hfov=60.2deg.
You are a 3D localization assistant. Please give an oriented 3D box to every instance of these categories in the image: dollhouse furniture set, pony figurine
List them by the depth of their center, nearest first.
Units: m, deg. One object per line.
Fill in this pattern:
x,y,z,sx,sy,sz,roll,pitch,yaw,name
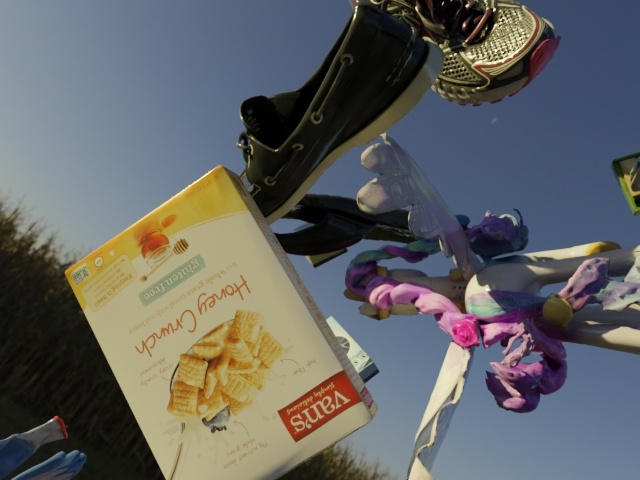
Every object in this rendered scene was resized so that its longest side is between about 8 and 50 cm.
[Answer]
0.294,-0.073,0.473,0.076,0.058,0.152,-17,-19,16,dollhouse furniture set
0.174,0.062,0.541,0.364,0.302,0.351,-1,-1,14,pony figurine

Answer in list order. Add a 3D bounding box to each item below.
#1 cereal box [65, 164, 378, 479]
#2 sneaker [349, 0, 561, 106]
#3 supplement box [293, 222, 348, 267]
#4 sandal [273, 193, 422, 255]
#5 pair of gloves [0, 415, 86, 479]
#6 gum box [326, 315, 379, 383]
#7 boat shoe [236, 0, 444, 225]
-0.087,0.083,0.460,0.240,0.173,0.047,58,6,13,cereal box
0.123,-0.249,0.617,0.299,0.121,0.112,41,2,38,sneaker
0.000,0.000,1.175,0.083,0.083,0.056,66,-9,-17,supplement box
0.026,-0.019,1.057,0.446,0.107,0.167,9,-11,-2,sandal
-0.382,0.296,0.688,0.023,0.159,0.198,48,-32,31,pair of gloves
0.010,0.261,1.161,0.184,0.157,0.041,42,-15,54,gum box
-0.032,-0.123,0.604,0.113,0.127,0.340,35,-43,-25,boat shoe
